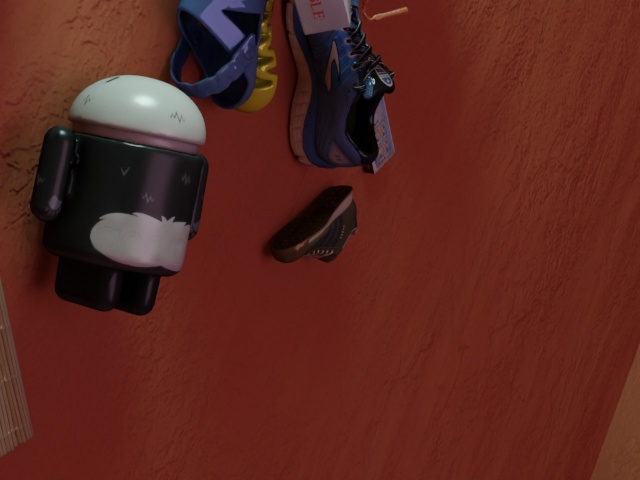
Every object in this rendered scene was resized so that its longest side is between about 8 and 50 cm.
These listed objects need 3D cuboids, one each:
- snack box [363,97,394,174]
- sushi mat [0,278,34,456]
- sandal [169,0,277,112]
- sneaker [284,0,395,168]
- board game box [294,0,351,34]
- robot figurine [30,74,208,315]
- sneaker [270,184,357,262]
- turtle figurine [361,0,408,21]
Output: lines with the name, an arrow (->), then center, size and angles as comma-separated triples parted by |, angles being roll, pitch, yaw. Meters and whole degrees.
snack box -> 0.074, -0.191, 2.534 | 0.064, 0.022, 0.178 | -47, 136, -40
sushi mat -> -0.407, 0.127, 1.911 | 0.151, 0.019, 0.316 | -37, 129, -47
sandal -> -0.126, -0.303, 2.111 | 0.138, 0.126, 0.317 | -24, 118, -47
sneaker -> 0.042, -0.258, 2.350 | 0.130, 0.147, 0.330 | -29, 123, -50
board game box -> -0.025, -0.478, 2.117 | 0.318, 0.066, 0.319 | -88, 164, -51
robot figurine -> -0.234, -0.056, 1.980 | 0.209, 0.173, 0.278 | -22, 123, -87
sneaker -> 0.000, 0.000, 2.442 | 0.192, 0.064, 0.086 | -45, 130, -45
turtle figurine -> 0.085, -0.432, 2.199 | 0.269, 0.087, 0.217 | -52, 135, -34
